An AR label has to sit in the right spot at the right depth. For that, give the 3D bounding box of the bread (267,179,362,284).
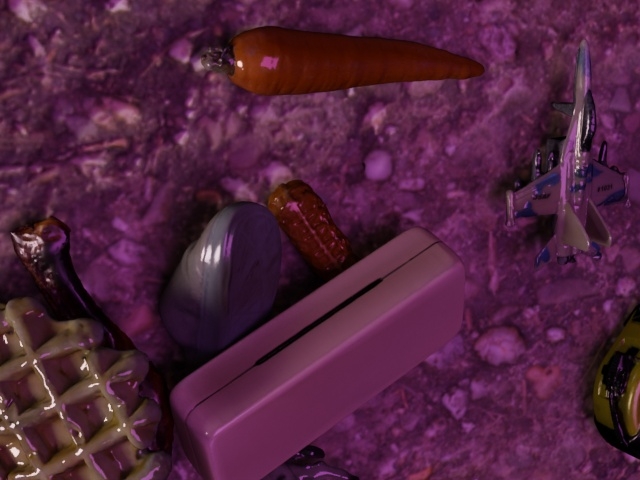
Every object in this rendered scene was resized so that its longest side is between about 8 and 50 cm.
[{"bbox_3d":[0.000,0.000,1.165,0.052,0.044,0.157,-44,119,-14],"label":"bread"}]

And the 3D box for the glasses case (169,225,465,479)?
[{"bbox_3d":[0.005,0.124,1.138,0.336,0.076,0.144,-32,145,-22],"label":"glasses case"}]

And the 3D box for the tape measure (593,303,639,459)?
[{"bbox_3d":[0.431,0.193,1.392,0.199,0.112,0.186,39,79,-24],"label":"tape measure"}]

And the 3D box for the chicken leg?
[{"bbox_3d":[-0.228,0.171,1.078,0.158,0.096,0.407,-10,102,-34],"label":"chicken leg"}]

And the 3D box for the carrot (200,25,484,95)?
[{"bbox_3d":[0.034,-0.184,1.118,0.336,0.069,0.069,-4,107,-27],"label":"carrot"}]

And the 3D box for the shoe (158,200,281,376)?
[{"bbox_3d":[-0.109,0.058,1.106,0.103,0.100,0.251,-33,141,-45],"label":"shoe"}]

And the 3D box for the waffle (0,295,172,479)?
[{"bbox_3d":[-0.291,0.194,0.994,0.309,0.056,0.292,20,97,10],"label":"waffle"}]

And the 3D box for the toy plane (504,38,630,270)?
[{"bbox_3d":[0.289,-0.098,1.258,0.192,0.088,0.262,-8,98,-29],"label":"toy plane"}]

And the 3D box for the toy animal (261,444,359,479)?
[{"bbox_3d":[-0.073,0.312,1.202,0.176,0.073,0.217,30,73,5],"label":"toy animal"}]
